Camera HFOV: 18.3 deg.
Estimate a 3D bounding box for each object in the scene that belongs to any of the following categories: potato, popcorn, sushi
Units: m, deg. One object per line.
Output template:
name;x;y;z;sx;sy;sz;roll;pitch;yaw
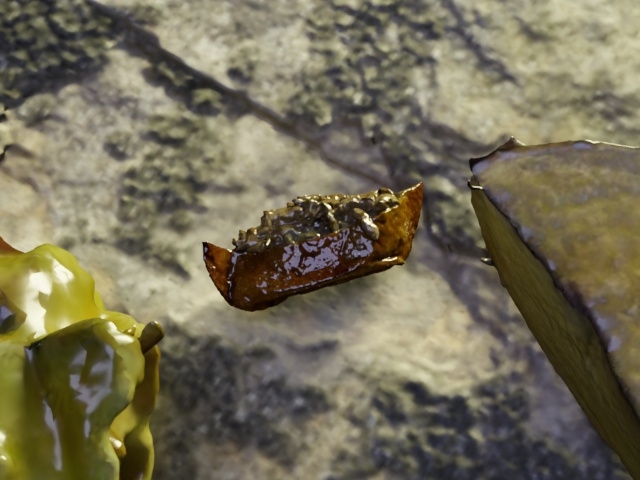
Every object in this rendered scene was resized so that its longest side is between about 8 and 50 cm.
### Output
potato;0.186;0.043;0.980;0.138;0.098;0.243;-27;61;-7
popcorn;-0.168;0.094;0.964;0.189;0.169;0.218;1;37;3
sushi;0.000;0.000;1.048;0.120;0.052;0.055;-16;82;3
